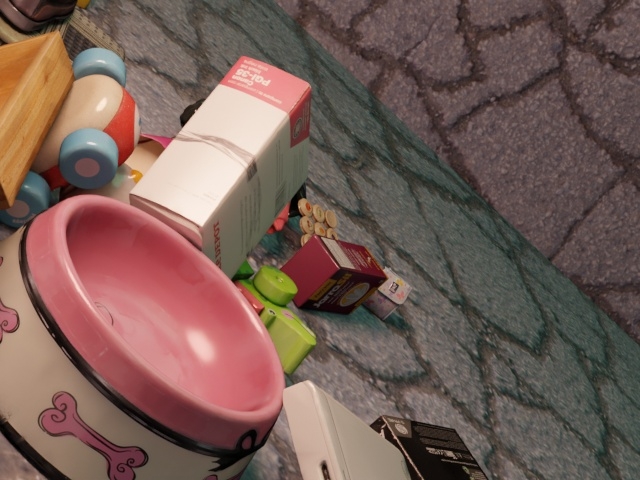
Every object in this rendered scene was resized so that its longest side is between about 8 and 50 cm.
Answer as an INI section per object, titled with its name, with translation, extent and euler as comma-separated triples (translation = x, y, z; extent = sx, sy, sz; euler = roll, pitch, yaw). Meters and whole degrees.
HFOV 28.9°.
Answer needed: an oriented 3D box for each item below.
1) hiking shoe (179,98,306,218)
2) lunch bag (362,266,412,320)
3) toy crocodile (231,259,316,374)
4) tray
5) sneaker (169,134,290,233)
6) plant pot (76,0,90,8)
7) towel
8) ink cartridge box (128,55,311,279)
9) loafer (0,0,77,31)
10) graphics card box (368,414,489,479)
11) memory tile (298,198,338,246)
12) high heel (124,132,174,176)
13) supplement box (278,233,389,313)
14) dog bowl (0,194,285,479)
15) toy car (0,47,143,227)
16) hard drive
[hiking shoe]
translation = -0.126, -0.152, 2.274
extent = 0.304, 0.113, 0.132
euler = 33, 20, -36
[lunch bag]
translation = 0.120, 0.096, 2.326
extent = 0.071, 0.083, 0.053
euler = 40, 18, -20
[toy crocodile]
translation = -0.137, 0.053, 1.786
extent = 0.340, 0.115, 0.105
euler = 49, 22, 18
[tray]
translation = -0.411, -0.121, 1.391
extent = 0.411, 0.203, 0.076
euler = -94, 169, -64
[sneaker]
translation = -0.165, -0.086, 2.043
extent = 0.314, 0.116, 0.136
euler = 12, 72, -38
[plant pot]
translation = -0.492, -0.589, 2.300
extent = 0.212, 0.187, 0.212
euler = 53, 19, 22
[towel]
translation = -0.470, -0.349, 2.058
extent = 0.324, 0.056, 0.312
euler = 41, 20, -21
[ink cartridge box]
translation = -0.130, -0.076, 1.679
extent = 0.117, 0.207, 0.283
euler = 26, 57, 15
[loafer]
translation = -0.438, -0.422, 2.037
extent = 0.109, 0.095, 0.302
euler = 43, 20, -14
[graphics card box]
translation = 0.206, 0.425, 1.763
extent = 0.233, 0.094, 0.371
euler = 19, 32, -54
[memory tile]
translation = 0.000, 0.000, 2.288
extent = 0.113, 0.012, 0.148
euler = 27, 50, -48
[high heel]
translation = -0.285, -0.130, 1.796
extent = 0.244, 0.082, 0.117
euler = 24, 6, 10
[supplement box]
translation = 0.022, 0.061, 2.144
extent = 0.081, 0.104, 0.188
euler = 54, 19, 24
[dog bowl]
translation = -0.209, 0.118, 1.409
extent = 0.408, 0.150, 0.408
euler = 41, 17, -16
[toy car]
translation = -0.288, -0.085, 1.636
extent = 0.238, 0.210, 0.219
euler = 48, 23, -36
[hard drive]
translation = 0.062, 0.324, 1.499
extent = 0.353, 0.047, 0.233
euler = 48, 22, -60
